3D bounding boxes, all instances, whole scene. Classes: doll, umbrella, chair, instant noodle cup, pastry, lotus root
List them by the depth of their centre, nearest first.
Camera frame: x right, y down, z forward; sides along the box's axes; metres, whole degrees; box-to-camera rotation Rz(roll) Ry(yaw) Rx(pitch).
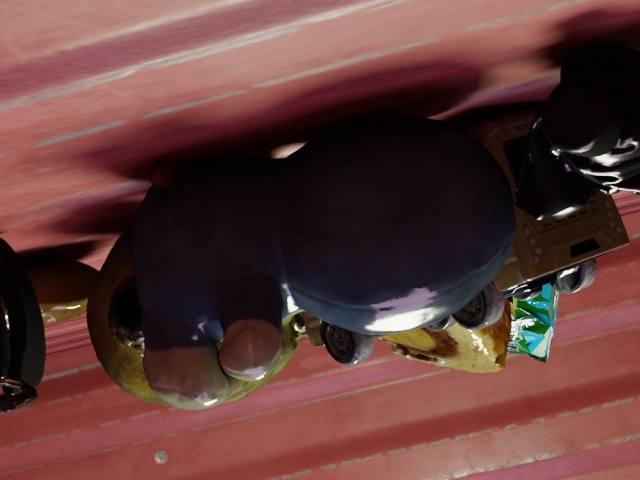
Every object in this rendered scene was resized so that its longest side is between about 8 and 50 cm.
[{"bbox_3d":[0.204,-0.067,0.778,0.122,0.110,0.272,-15,176,28],"label":"umbrella"},{"bbox_3d":[0.000,0.000,0.787,0.259,0.154,0.228,-7,-151,4],"label":"doll"},{"bbox_3d":[-0.268,0.057,0.790,0.145,0.140,0.221,-12,178,-9],"label":"chair"},{"bbox_3d":[-0.110,0.058,1.022,0.173,0.173,0.309,-15,169,18],"label":"lotus root"},{"bbox_3d":[0.104,0.042,1.303,0.237,0.170,0.256,22,159,-8],"label":"pastry"},{"bbox_3d":[0.212,0.057,1.633,0.178,0.240,0.240,-3,174,-8],"label":"instant noodle cup"}]

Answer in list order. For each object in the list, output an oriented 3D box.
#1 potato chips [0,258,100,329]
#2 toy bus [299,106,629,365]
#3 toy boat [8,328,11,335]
[{"bbox_3d":[-0.276,0.053,1.132,0.195,0.061,0.208,-7,176,-4],"label":"potato chips"},{"bbox_3d":[0.095,-0.002,0.969,0.139,0.157,0.289,-16,175,-37],"label":"toy bus"},{"bbox_3d":[-0.400,0.080,0.919,0.318,0.099,0.141,-11,172,4],"label":"toy boat"}]
